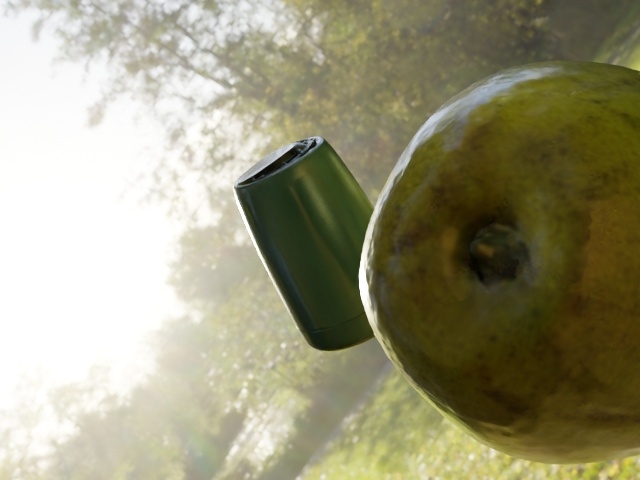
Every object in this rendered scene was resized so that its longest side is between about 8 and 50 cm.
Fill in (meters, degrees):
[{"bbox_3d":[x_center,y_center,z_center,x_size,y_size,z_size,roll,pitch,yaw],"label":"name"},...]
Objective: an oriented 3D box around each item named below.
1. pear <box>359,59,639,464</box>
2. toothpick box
[{"bbox_3d":[0.156,0.009,0.612,0.253,0.253,0.307,-56,-28,14],"label":"pear"},{"bbox_3d":[0.000,0.000,0.928,0.120,0.184,0.120,-27,15,8],"label":"toothpick box"}]
